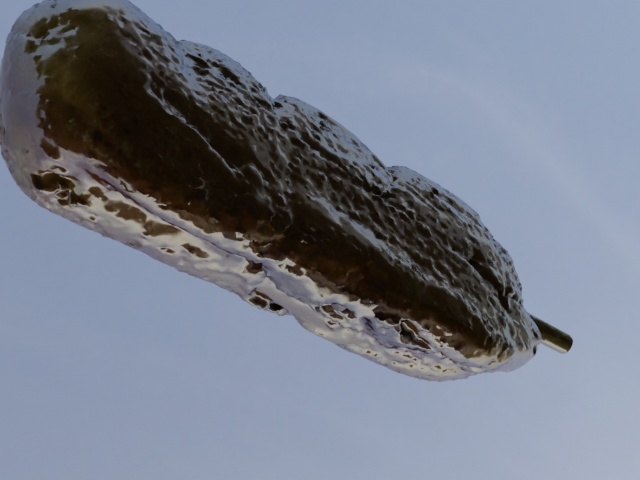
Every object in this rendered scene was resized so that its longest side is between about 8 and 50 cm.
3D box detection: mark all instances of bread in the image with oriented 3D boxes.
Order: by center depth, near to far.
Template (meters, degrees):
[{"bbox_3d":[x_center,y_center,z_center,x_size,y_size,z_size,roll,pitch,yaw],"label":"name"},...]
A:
[{"bbox_3d":[0.002,-0.001,0.540,0.344,0.084,0.124,28,-143,-32],"label":"bread"}]
